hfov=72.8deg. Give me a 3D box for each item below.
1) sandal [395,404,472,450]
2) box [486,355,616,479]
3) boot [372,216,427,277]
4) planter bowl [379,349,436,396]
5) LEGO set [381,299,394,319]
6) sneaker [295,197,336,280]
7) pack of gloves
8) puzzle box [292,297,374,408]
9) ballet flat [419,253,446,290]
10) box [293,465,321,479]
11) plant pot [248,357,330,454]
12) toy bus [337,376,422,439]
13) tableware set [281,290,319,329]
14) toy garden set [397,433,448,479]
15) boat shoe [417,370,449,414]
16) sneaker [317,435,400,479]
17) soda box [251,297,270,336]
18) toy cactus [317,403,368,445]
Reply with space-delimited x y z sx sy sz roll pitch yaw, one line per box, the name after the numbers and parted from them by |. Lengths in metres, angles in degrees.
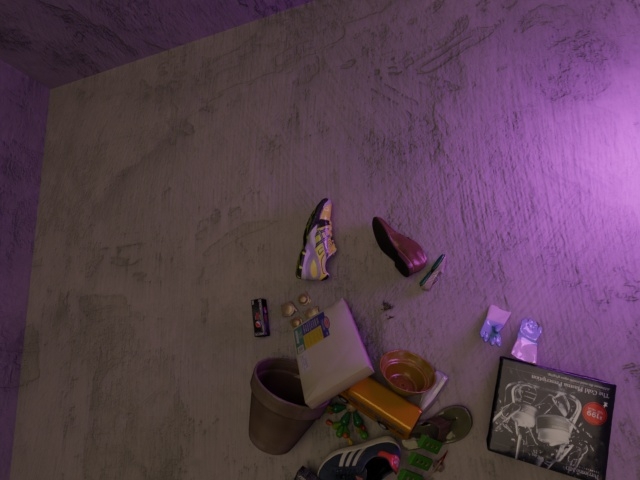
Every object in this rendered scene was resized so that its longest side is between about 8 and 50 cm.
0.421 0.711 1.611 0.303 0.086 0.120 -27 70 11 | sandal
0.767 0.591 1.470 0.344 0.179 0.312 9 81 21 | box
0.327 0.012 1.831 0.115 0.112 0.305 -23 62 -19 | boot
0.324 0.529 1.665 0.217 0.217 0.090 23 121 23 | planter bowl
0.280 0.286 1.806 0.054 0.023 0.083 -4 89 21 | LEGO set
0.000 0.000 1.932 0.147 0.145 0.384 16 78 -9 | sneaker
0.687 0.316 1.553 0.195 0.232 0.046 18 125 23 | pack of gloves
0.034 0.425 1.707 0.272 0.052 0.408 -34 30 8 | puzzle box
0.468 0.133 1.766 0.052 0.057 0.168 37 95 -4 | ballet flat
-0.030 1.004 1.682 0.191 0.045 0.184 29 116 23 | box
-0.151 0.675 1.730 0.323 0.323 0.280 25 103 23 | plant pot
0.210 0.613 1.653 0.333 0.130 0.108 27 56 24 | toy bus
-0.090 0.316 1.927 0.169 0.020 0.141 -31 71 9 | tableware set
0.361 0.827 1.565 0.244 0.204 0.049 -58 31 -5 | toy garden set
0.415 0.583 1.661 0.063 0.066 0.184 34 92 37 | boat shoe
0.136 0.858 1.616 0.350 0.148 0.131 -32 104 15 | sneaker
-0.271 0.349 1.959 0.053 0.060 0.168 -13 72 15 | soda box
0.101 0.695 1.730 0.219 0.112 0.180 21 74 31 | toy cactus
